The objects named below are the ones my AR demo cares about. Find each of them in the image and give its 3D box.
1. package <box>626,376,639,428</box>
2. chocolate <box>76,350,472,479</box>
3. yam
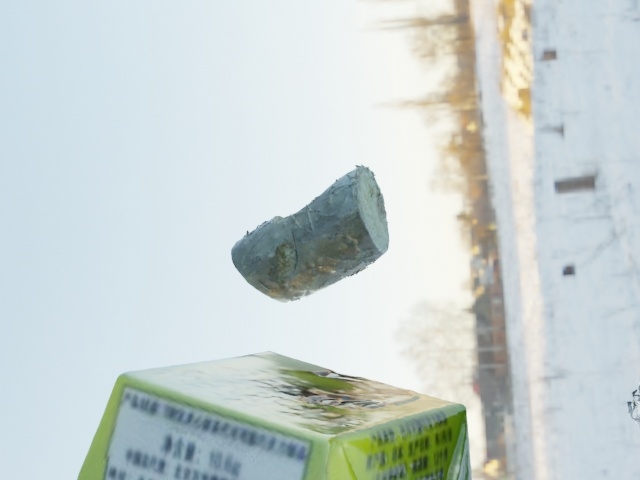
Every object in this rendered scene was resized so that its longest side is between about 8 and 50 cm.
[{"bbox_3d":[0.419,0.249,1.253,0.194,0.071,0.269,54,176,18],"label":"package"},{"bbox_3d":[-0.032,0.209,1.070,0.288,0.300,0.137,-1,-82,-56],"label":"chocolate"},{"bbox_3d":[0.000,0.000,1.697,0.154,0.254,0.154,46,-157,-27],"label":"yam"}]
